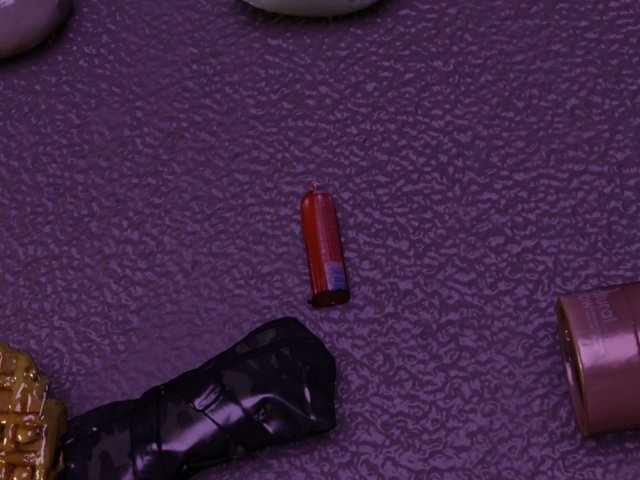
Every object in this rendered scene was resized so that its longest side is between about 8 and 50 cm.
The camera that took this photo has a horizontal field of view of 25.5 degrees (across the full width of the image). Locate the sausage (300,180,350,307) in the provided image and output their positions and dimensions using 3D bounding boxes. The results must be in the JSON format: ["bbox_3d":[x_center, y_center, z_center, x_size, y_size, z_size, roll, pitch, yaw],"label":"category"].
[{"bbox_3d":[0.000,0.000,1.571,0.050,0.048,0.145,-27,62,37],"label":"sausage"}]

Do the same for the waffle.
[{"bbox_3d":[-0.373,0.249,1.459,0.280,0.060,0.262,-40,68,0],"label":"waffle"}]

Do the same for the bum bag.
[{"bbox_3d":[-0.139,0.196,1.482,0.340,0.095,0.144,-24,52,-5],"label":"bum bag"}]

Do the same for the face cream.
[{"bbox_3d":[0.305,0.119,1.436,0.104,0.149,0.149,-10,68,3],"label":"face cream"}]

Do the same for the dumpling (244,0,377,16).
[{"bbox_3d":[-0.009,-0.338,1.669,0.217,0.105,0.149,1,69,6],"label":"dumpling"}]

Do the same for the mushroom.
[{"bbox_3d":[-0.389,-0.254,1.679,0.212,0.097,0.088,-32,80,-6],"label":"mushroom"}]
